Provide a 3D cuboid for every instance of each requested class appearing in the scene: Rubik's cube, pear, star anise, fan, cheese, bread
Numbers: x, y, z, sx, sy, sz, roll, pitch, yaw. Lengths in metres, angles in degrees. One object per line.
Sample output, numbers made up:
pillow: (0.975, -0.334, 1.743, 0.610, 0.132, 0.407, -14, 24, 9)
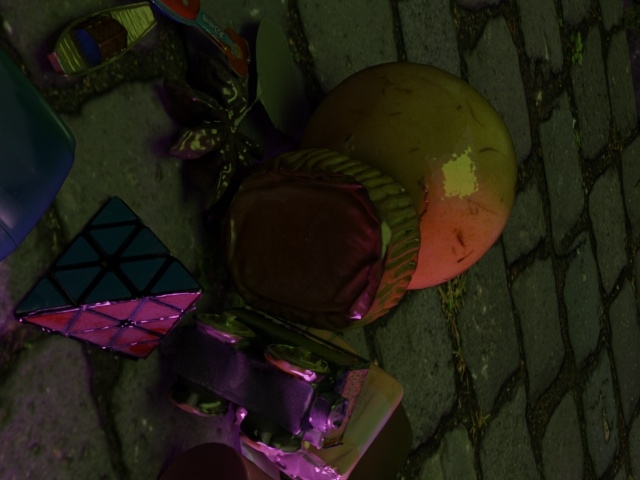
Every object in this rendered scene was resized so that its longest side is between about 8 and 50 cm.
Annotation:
Rubik's cube: (-0.243, 0.040, 1.246, 0.190, 0.211, 0.178, 93, -8, -60)
pear: (0.126, -0.094, 1.536, 0.348, 0.348, 0.349, 4, 85, -56)
star anise: (-0.142, -0.145, 1.374, 0.197, 0.073, 0.212, -28, 109, -56)
fan: (-0.079, -0.211, 1.452, 0.310, 0.010, 0.182, -60, 139, -63)
cheese: (-0.172, -0.304, 1.334, 0.256, 0.037, 0.106, 38, 36, -40)
bread: (0.000, 0.000, 1.362, 0.142, 0.253, 0.228, -19, 122, -56)

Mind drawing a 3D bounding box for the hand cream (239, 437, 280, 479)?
hand cream: (-0.078, 0.372, 1.470, 0.078, 0.049, 0.205, -7, 90, -53)

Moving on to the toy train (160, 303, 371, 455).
toy train: (-0.072, 0.176, 1.313, 0.177, 0.260, 0.134, 9, 102, -65)

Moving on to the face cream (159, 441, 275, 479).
face cream: (-0.128, 0.344, 1.304, 0.104, 0.149, 0.149, 50, 50, -44)

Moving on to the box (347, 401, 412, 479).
box: (0.055, 0.327, 1.629, 0.201, 0.090, 0.145, -51, 129, -43)

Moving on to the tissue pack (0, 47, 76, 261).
tissue pack: (-0.363, -0.074, 0.859, 0.206, 0.287, 0.198, -52, 136, -18)

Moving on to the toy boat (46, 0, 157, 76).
toy boat: (-0.258, -0.238, 1.214, 0.172, 0.066, 0.065, -46, 122, -48)

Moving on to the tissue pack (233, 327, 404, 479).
tissue pack: (0.000, 0.241, 1.488, 0.186, 0.090, 0.222, 39, 40, 7)
